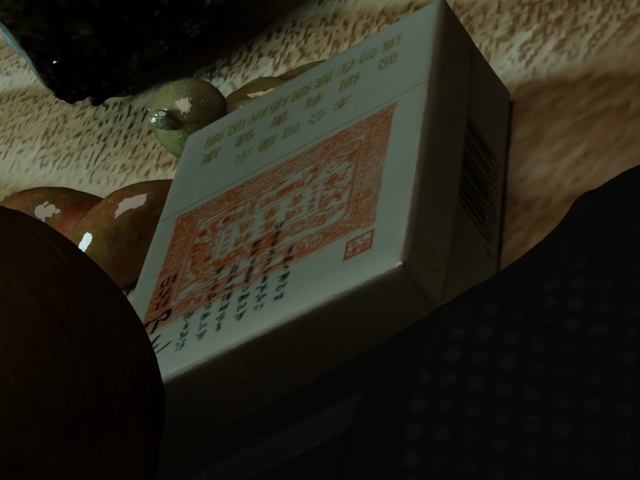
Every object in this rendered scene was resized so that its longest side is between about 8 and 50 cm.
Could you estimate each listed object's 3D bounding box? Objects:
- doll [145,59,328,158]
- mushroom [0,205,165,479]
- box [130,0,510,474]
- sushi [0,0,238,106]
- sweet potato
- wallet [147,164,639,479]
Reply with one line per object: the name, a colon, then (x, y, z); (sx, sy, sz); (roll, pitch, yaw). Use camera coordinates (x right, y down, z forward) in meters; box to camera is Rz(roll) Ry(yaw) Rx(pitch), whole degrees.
doll: (-0.036, -0.068, 0.955); (0.093, 0.051, 0.061); (-33, 18, 7)
mushroom: (-0.189, 0.120, 0.587); (0.345, 0.345, 0.239); (-28, 68, 21)
box: (0.000, 0.000, 0.775); (0.141, 0.058, 0.201); (-26, 27, 24)
sushi: (-0.125, -0.235, 1.170); (0.207, 0.234, 0.348); (-30, 48, 10)
sweet potato: (-0.134, 0.004, 0.958); (0.202, 0.058, 0.055); (-17, 10, 41)
wallet: (0.117, 0.033, 0.411); (0.323, 0.041, 0.247); (-26, 29, -15)
